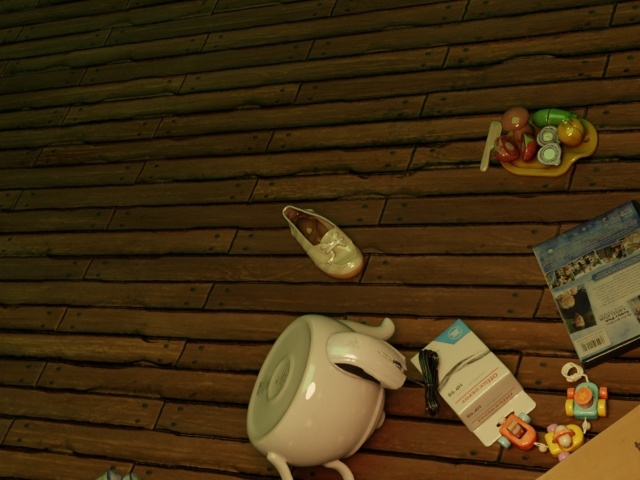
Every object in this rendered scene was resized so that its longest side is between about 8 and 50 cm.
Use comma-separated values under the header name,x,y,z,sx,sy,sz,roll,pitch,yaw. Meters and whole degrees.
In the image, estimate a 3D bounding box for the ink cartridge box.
name,x,y,z,sx,sy,sz,roll,pitch,yaw
ink cartridge box,0.231,0.214,1.876,0.104,0.060,0.180,-40,43,-2

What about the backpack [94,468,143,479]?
name,x,y,z,sx,sy,sz,roll,pitch,yaw
backpack,-0.322,0.429,2.027,0.084,0.114,0.105,-35,42,4

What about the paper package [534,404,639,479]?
name,x,y,z,sx,sy,sz,roll,pitch,yaw
paper package,0.469,0.314,1.417,0.325,0.168,0.309,-38,40,3

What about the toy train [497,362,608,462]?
name,x,y,z,sx,sy,sz,roll,pitch,yaw
toy train,0.334,0.247,1.777,0.166,0.046,0.125,-45,52,-8

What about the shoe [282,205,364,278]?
name,x,y,z,sx,sy,sz,roll,pitch,yaw
shoe,0.000,0.000,2.218,0.076,0.058,0.219,-44,43,-6

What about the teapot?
name,x,y,z,sx,sy,sz,roll,pitch,yaw
teapot,0.014,0.252,1.913,0.256,0.187,0.252,-58,19,17

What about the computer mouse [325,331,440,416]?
name,x,y,z,sx,sy,sz,roll,pitch,yaw
computer mouse,0.098,0.183,1.821,0.042,0.193,0.106,-44,31,49

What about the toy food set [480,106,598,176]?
name,x,y,z,sx,sy,sz,roll,pitch,yaw
toy food set,0.361,-0.180,2.118,0.218,0.071,0.128,3,56,36

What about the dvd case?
name,x,y,z,sx,sy,sz,roll,pitch,yaw
dvd case,0.444,0.063,1.890,0.180,0.022,0.253,-26,44,12
